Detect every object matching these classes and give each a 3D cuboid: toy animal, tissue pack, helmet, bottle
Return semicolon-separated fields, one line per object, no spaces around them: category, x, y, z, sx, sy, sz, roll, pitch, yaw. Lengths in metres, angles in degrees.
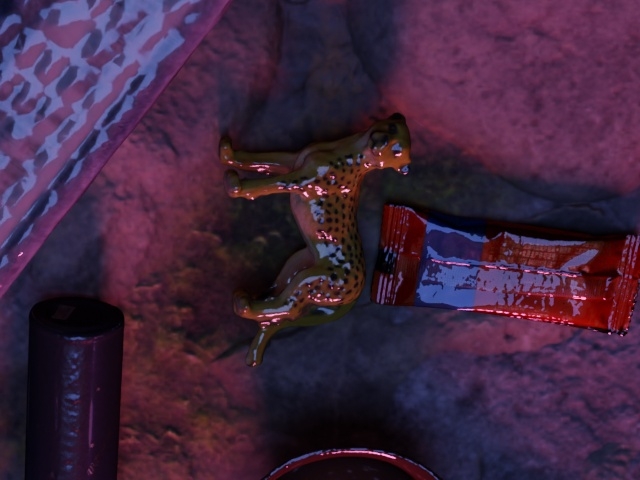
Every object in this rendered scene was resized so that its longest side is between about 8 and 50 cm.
toy animal;0.000;0.000;1.217;0.136;0.073;0.181;-5;107;-6
tissue pack;-0.195;-0.090;1.067;0.124;0.288;0.394;38;105;-14
helmet;0.023;0.218;1.275;0.175;0.106;0.155;-17;98;4
bottle;-0.188;0.167;1.273;0.082;0.072;0.244;12;111;15

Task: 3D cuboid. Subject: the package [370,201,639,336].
package;0.140;0.022;1.248;0.200;0.022;0.083;8;109;-2
